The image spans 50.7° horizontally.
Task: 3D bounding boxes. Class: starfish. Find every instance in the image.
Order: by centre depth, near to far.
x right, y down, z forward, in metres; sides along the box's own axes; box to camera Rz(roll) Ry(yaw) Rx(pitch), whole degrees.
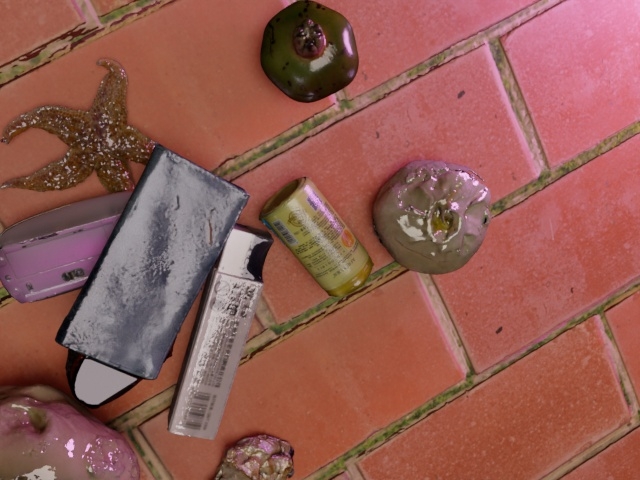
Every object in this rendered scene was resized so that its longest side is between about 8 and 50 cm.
[{"bbox_3d":[-0.387,-0.150,1.191,0.302,0.060,0.299,38,88,-19],"label":"starfish"}]

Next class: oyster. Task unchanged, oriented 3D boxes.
[{"bbox_3d":[-0.143,0.479,1.372,0.191,0.081,0.163,-40,112,0],"label":"oyster"}]

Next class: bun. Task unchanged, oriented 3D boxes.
[{"bbox_3d":[-0.496,0.393,1.174,0.362,0.234,0.326,9,132,-10],"label":"bun"},{"bbox_3d":[0.228,-0.046,1.326,0.239,0.141,0.239,-2,99,-12],"label":"bun"}]

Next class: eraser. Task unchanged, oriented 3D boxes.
[{"bbox_3d":[-0.193,0.169,1.286,0.098,0.096,0.404,16,96,-16],"label":"eraser"}]

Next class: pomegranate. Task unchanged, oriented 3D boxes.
[{"bbox_3d":[-0.017,-0.333,1.171,0.180,0.210,0.180,0,89,-4],"label":"pomegranate"}]

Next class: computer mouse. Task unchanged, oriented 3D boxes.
[{"bbox_3d":[-0.412,0.011,1.199,0.310,0.072,0.158,-18,120,-10],"label":"computer mouse"}]

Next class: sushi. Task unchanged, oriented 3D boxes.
[{"bbox_3d":[-0.364,0.198,1.237,0.225,0.126,0.136,-47,107,-8],"label":"sushi"}]

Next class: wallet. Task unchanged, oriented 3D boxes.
[{"bbox_3d":[-0.284,0.043,1.158,0.191,0.046,0.379,28,85,-23],"label":"wallet"}]

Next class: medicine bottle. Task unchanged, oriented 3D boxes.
[{"bbox_3d":[0.000,0.000,1.290,0.124,0.124,0.239,-41,108,-4],"label":"medicine bottle"}]
